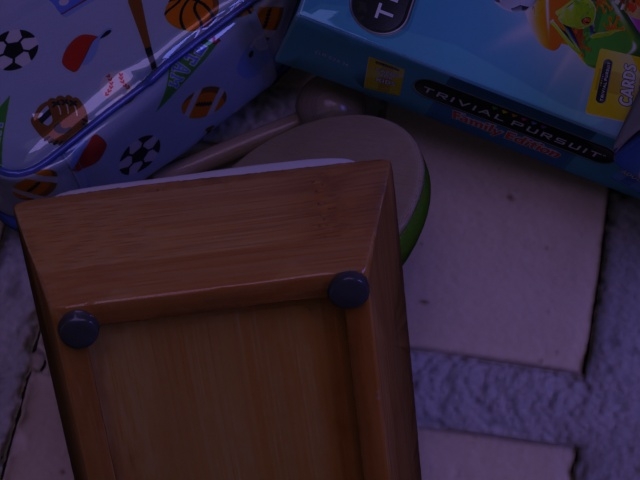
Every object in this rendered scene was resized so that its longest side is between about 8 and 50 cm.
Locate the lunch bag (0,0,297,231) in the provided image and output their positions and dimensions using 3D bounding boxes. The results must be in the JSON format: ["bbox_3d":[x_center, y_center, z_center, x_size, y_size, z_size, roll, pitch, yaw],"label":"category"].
[{"bbox_3d":[-0.169,-0.167,1.420,0.303,0.115,0.243,-38,61,-14],"label":"lunch bag"}]

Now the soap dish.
[{"bbox_3d":[-0.055,0.098,1.196,0.229,0.291,0.118,-7,33,0],"label":"soap dish"}]

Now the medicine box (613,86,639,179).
[{"bbox_3d":[0.388,-0.106,1.283,0.289,0.149,0.263,31,67,-6],"label":"medicine box"}]

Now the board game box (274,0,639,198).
[{"bbox_3d":[0.167,-0.190,1.379,0.336,0.079,0.254,20,67,-6],"label":"board game box"}]

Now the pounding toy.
[{"bbox_3d":[0.000,0.000,1.354,0.183,0.110,0.237,-32,37,1],"label":"pounding toy"}]
